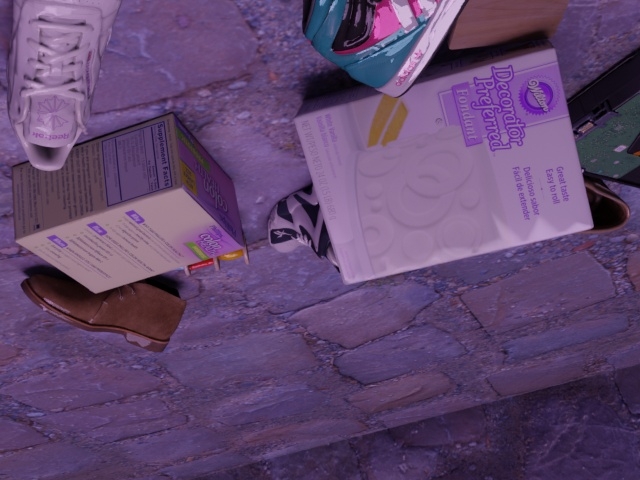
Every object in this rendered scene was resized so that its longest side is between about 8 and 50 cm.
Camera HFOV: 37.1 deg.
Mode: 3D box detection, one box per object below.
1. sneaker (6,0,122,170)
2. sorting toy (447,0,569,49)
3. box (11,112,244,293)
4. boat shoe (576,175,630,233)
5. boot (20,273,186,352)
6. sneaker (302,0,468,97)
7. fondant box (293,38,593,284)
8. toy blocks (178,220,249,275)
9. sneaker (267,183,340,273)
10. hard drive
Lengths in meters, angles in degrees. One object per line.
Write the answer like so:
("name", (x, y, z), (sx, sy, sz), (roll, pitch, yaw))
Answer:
("sneaker", (-0.261, -0.189, 0.985), (0.114, 0.152, 0.305), (1, 150, -20))
("sorting toy", (0.210, -0.285, 1.105), (0.275, 0.046, 0.132), (-8, 154, -8))
("box", (-0.262, -0.043, 1.322), (0.243, 0.117, 0.213), (-16, 154, 12))
("boat shoe", (0.353, -0.070, 1.486), (0.341, 0.110, 0.121), (1, 117, -36))
("boot", (-0.361, 0.095, 1.625), (0.305, 0.112, 0.115), (24, 108, -44))
("sneaker", (0.064, -0.296, 0.948), (0.179, 0.123, 0.295), (18, 123, -19))
("fondant box", (0.158, -0.100, 1.228), (0.330, 0.238, 0.096), (-14, -162, 11))
("toy blocks", (-0.195, 0.012, 1.537), (0.148, 0.054, 0.123), (-10, 155, -2))
("sneaker", (0.000, 0.000, 1.478), (0.094, 0.153, 0.235), (13, 145, -39))
("hard drive", (0.515, -0.171, 1.447), (0.339, 0.064, 0.237), (7, 149, -35))
